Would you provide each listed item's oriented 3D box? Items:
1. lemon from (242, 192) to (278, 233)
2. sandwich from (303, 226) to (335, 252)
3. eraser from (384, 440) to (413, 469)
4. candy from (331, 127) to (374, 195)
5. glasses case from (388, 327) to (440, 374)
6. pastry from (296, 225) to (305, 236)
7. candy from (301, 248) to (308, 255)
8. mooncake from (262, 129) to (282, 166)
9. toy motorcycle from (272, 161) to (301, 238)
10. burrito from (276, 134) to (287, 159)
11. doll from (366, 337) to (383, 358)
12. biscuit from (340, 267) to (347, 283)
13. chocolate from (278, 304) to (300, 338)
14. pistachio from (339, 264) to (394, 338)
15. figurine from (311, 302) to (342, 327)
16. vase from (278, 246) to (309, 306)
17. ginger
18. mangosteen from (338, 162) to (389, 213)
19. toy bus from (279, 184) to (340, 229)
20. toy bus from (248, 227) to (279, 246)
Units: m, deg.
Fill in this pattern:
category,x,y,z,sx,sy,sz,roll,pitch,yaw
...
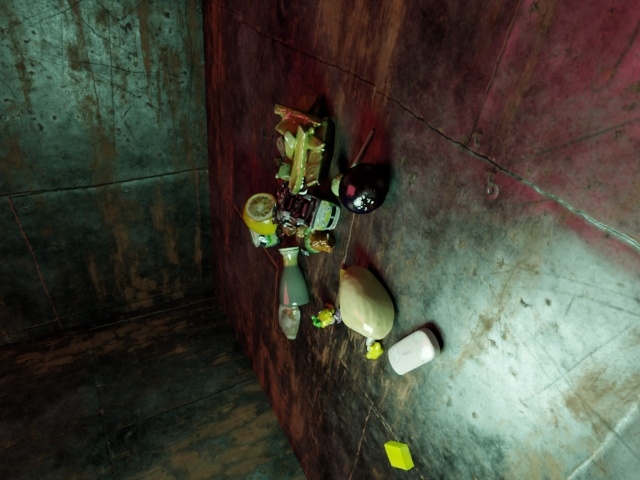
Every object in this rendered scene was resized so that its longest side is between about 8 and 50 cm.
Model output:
category,x,y,z,sx,sy,sz,roll,pitch,yaw
lemon,-0.319,-0.143,2.370,0.219,0.240,0.241,76,168,-64
sandwich,0.001,0.002,1.966,0.185,0.159,0.109,45,-127,-71
eraser,0.344,0.939,1.801,0.122,0.045,0.097,-37,69,59
candy,0.135,-0.307,1.634,0.092,0.093,0.336,28,132,-2
glasses case,0.344,0.419,1.539,0.113,0.075,0.297,67,150,23
pastry,-0.129,-0.085,2.210,0.169,0.063,0.087,53,147,36
candy,-0.085,0.061,2.237,0.083,0.020,0.030,28,126,57
mooncake,-0.236,-0.473,2.134,0.150,0.057,0.347,50,173,28
toy motorcycle,-0.161,-0.196,2.103,0.207,0.134,0.402,14,104,47
burrito,-0.202,-0.498,2.189,0.118,0.044,0.074,64,154,15
doll,0.232,0.445,1.787,0.113,0.071,0.136,-128,38,-70
biscuit,0.147,0.224,1.869,0.221,0.028,0.142,58,146,31
chocolate,-0.209,0.483,2.581,0.185,0.100,0.303,49,145,36
pistachio,0.179,0.251,1.670,0.193,0.213,0.318,38,-149,-62
figurine,0.021,0.369,2.029,0.115,0.156,0.095,55,146,31
vase,-0.160,0.197,2.300,0.173,0.173,0.322,0,97,62
ginger,-0.116,-0.405,1.762,0.358,0.211,0.414,-28,56,49
mangosteen,0.157,-0.206,1.523,0.231,0.194,0.194,-95,13,-49
toy bus,-0.044,-0.144,1.898,0.305,0.178,0.143,29,104,55
toy bus,-0.364,-0.092,2.537,0.133,0.164,0.276,-31,73,62
